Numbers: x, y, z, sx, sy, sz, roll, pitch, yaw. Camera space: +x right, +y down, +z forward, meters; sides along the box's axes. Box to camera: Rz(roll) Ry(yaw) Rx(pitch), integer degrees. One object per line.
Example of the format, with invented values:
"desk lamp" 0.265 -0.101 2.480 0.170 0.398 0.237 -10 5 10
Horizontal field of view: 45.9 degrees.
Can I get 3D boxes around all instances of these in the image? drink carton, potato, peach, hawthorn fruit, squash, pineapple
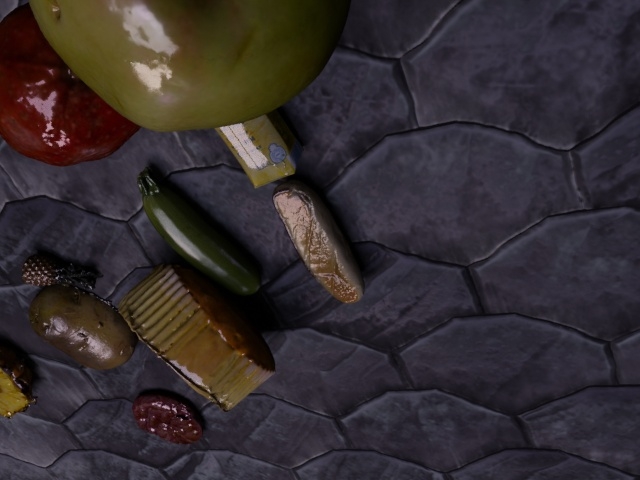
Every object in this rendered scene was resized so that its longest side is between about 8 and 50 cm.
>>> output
"drink carton" -0.101 -0.165 0.941 0.084 0.074 0.200 -17 124 30
"potato" -0.428 0.166 1.348 0.200 0.081 0.164 35 131 -16
"peach" -0.108 -0.248 0.687 0.281 0.314 0.315 26 169 -9
"hawthorn fruit" -0.285 -0.187 0.871 0.205 0.205 0.253 42 161 -19
"squash" -0.185 -0.002 1.122 0.066 0.066 0.252 -30 115 37
"pineapple" -0.434 0.061 1.271 0.124 0.058 0.058 15 134 6
"pineapple" -0.664 0.272 1.525 0.224 0.076 0.225 8 132 9

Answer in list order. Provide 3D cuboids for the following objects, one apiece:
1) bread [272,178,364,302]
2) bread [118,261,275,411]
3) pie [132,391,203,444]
"bread" 0.000 0.000 1.067 0.073 0.053 0.214 -17 120 26
"bread" -0.183 0.142 1.169 0.133 0.179 0.250 -44 102 -2
"pie" -0.303 0.354 1.502 0.154 0.036 0.154 9 133 10
